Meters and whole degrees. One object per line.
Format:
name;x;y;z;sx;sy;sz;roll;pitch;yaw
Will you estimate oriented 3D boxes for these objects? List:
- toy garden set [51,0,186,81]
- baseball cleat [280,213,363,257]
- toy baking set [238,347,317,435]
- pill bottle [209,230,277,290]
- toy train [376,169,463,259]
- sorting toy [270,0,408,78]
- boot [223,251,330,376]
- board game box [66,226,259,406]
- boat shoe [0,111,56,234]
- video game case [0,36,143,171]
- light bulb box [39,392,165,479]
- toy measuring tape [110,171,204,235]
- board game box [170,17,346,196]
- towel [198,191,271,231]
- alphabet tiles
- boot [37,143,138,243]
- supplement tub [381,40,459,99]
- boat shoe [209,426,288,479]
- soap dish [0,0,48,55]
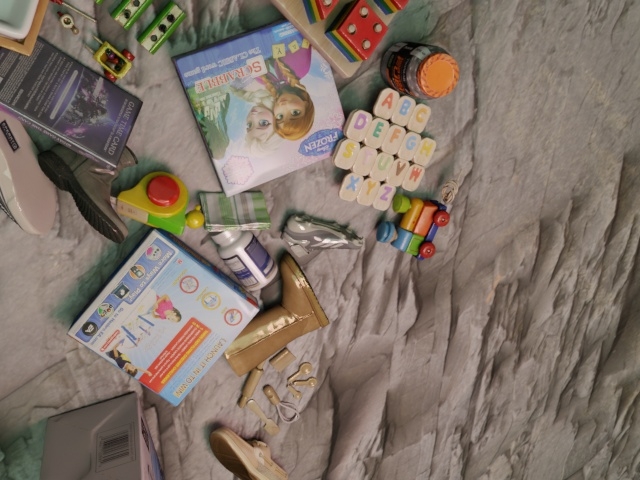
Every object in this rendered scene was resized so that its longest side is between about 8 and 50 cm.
toy garden set;-0.418;-0.453;1.256;0.244;0.049;0.204;41;93;-28
baseball cleat;0.000;0.000;1.580;0.206;0.072;0.109;20;116;-20
toy baking set;-0.117;0.409;1.709;0.197;0.030;0.256;24;101;-26
pill bottle;-0.182;0.028;1.502;0.094;0.094;0.169;-36;118;-3
toy train;0.244;-0.085;1.602;0.143;0.105;0.248;16;104;-24
sorting toy;0.058;-0.522;1.332;0.255;0.089;0.257;41;75;-28
boot;-0.136;0.187;1.586;0.270;0.089;0.236;-28;111;-3
board game box;-0.353;0.171;1.472;0.302;0.086;0.308;40;94;-17
boat shoe;-0.652;-0.161;1.253;0.158;0.127;0.340;-4;118;16
video game case;-0.492;-0.274;1.234;0.274;0.196;0.026;31;136;-27
light bulb box;-0.479;0.620;1.479;0.225;0.358;0.361;-14;115;-12
toy measuring tape;-0.400;-0.113;1.380;0.330;0.121;0.121;23;102;-8
board game box;-0.119;-0.298;1.412;0.319;0.066;0.318;-24;116;-10
towel;-0.194;-0.070;1.453;0.152;0.113;0.023;-4;143;-19
alphabet tiles;0.157;-0.209;1.529;0.284;0.021;0.278;13;106;-39
boot;-0.428;-0.127;1.287;0.246;0.083;0.161;48;61;3
supplement tub;0.222;-0.379;1.432;0.117;0.190;0.117;-7;112;-17
boat shoe;-0.186;0.585;1.724;0.302;0.109;0.098;55;47;-27
soap dish;-0.619;-0.467;1.106;0.291;0.118;0.228;17;80;-24
